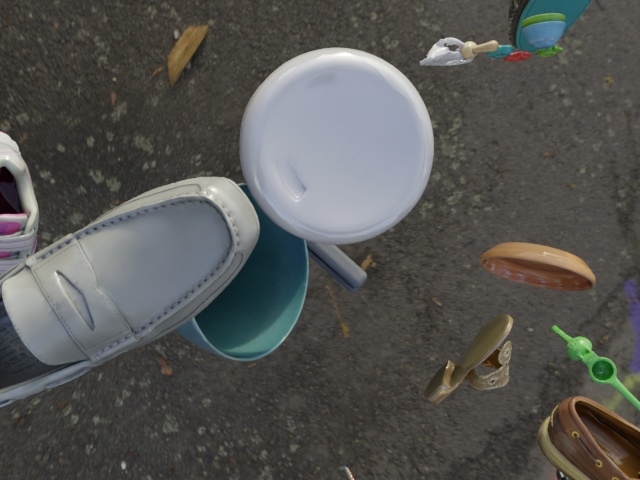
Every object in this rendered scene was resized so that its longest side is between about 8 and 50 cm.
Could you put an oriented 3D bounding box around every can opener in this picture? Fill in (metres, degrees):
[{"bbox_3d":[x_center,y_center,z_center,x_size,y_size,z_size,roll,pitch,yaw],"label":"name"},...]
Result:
[{"bbox_3d":[0.000,0.000,1.542,0.280,0.074,0.093,45,69,6],"label":"can opener"}]

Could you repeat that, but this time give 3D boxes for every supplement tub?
[{"bbox_3d":[0.006,-0.135,0.929,0.235,0.325,0.236,-1,101,-6],"label":"supplement tub"}]

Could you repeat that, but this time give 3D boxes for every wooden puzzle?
[{"bbox_3d":[0.068,0.465,1.245,0.014,0.079,0.116,-24,51,-8],"label":"wooden puzzle"}]

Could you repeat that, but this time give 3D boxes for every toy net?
[{"bbox_3d":[0.281,-0.322,1.105,0.232,0.122,0.045,-4,93,15],"label":"toy net"}]

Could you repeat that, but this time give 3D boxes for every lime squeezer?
[{"bbox_3d":[0.601,0.278,1.475,0.058,0.310,0.110,-34,134,-6],"label":"lime squeezer"}]

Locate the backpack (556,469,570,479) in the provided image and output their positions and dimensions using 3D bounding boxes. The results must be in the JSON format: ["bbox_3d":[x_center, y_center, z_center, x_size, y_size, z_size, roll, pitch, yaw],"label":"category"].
[{"bbox_3d":[0.513,0.405,1.009,0.253,0.191,0.225,-22,49,12],"label":"backpack"}]

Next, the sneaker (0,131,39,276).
[{"bbox_3d":[-0.413,-0.008,0.848,0.102,0.111,0.252,-10,108,-32],"label":"sneaker"}]

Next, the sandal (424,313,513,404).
[{"bbox_3d":[0.265,0.208,1.084,0.079,0.240,0.088,34,43,-1],"label":"sandal"}]

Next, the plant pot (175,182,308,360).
[{"bbox_3d":[-0.185,0.050,1.152,0.290,0.195,0.290,-2,92,-52],"label":"plant pot"}]

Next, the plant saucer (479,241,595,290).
[{"bbox_3d":[0.384,0.045,1.187,0.199,0.200,0.037,19,77,-14],"label":"plant saucer"}]

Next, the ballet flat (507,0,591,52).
[{"bbox_3d":[0.432,-0.521,1.165,0.164,0.483,0.182,-14,78,-4],"label":"ballet flat"}]

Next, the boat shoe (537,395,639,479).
[{"bbox_3d":[0.257,0.186,0.518,0.178,0.060,0.064,33,51,23],"label":"boat shoe"}]

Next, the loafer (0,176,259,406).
[{"bbox_3d":[-0.189,0.054,0.524,0.319,0.111,0.112,-32,94,18],"label":"loafer"}]
